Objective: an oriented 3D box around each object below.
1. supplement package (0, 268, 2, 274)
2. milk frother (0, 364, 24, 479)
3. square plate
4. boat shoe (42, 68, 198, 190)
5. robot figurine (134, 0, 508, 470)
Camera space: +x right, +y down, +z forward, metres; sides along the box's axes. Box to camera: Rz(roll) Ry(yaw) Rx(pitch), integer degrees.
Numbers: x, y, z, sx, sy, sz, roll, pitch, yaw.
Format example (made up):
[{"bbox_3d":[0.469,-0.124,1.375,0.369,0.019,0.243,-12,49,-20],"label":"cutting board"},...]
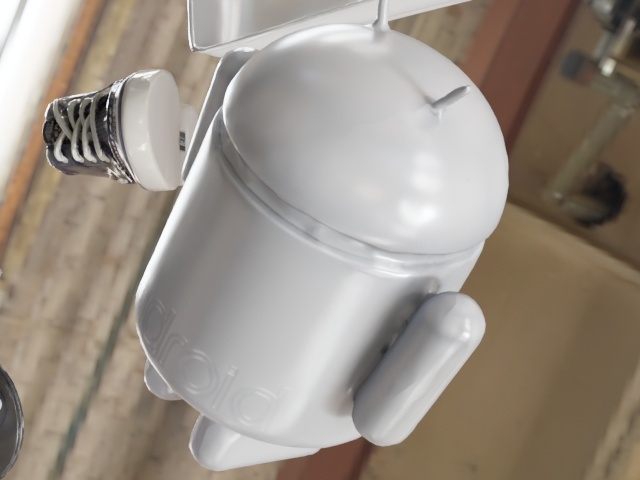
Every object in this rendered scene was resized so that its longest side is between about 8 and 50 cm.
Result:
[{"bbox_3d":[-0.334,0.071,1.360,0.105,0.105,0.179,-61,180,24],"label":"supplement package"},{"bbox_3d":[-0.264,0.106,0.979,0.143,0.135,0.129,-40,-104,28],"label":"milk frother"},{"bbox_3d":[0.047,-0.283,1.641,0.347,0.049,0.344,-14,-144,4],"label":"square plate"},{"bbox_3d":[-0.226,-0.110,1.909,0.158,0.340,0.127,1,-95,3],"label":"boat shoe"},{"bbox_3d":[0.000,0.000,1.228,0.300,0.200,0.353,48,-52,31],"label":"robot figurine"}]
